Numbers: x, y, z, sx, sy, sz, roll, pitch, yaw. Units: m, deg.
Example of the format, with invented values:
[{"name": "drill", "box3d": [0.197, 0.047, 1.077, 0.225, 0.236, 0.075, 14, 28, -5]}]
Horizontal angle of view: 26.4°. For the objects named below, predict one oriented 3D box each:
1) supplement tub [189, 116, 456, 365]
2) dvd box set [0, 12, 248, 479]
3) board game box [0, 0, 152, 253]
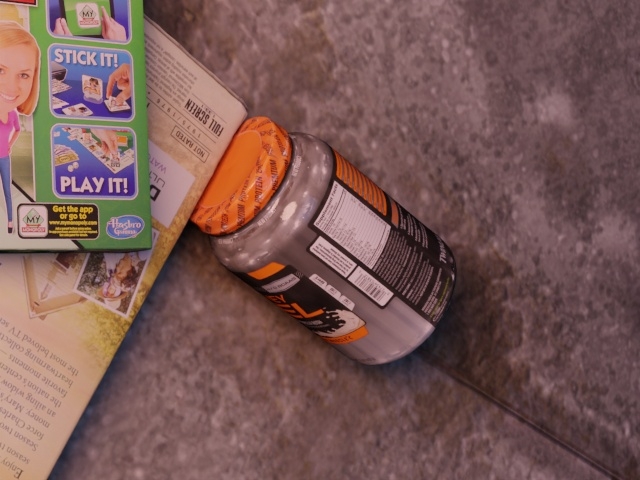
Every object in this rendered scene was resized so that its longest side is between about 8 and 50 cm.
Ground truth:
[{"name": "supplement tub", "box3d": [0.000, 0.000, 1.001, 0.190, 0.117, 0.117, 38, 65, -29]}, {"name": "dvd box set", "box3d": [-0.250, -0.005, 0.840, 0.307, 0.062, 0.420, 39, 64, -29]}, {"name": "board game box", "box3d": [-0.246, -0.098, 0.782, 0.317, 0.046, 0.214, 0, 87, -38]}]
